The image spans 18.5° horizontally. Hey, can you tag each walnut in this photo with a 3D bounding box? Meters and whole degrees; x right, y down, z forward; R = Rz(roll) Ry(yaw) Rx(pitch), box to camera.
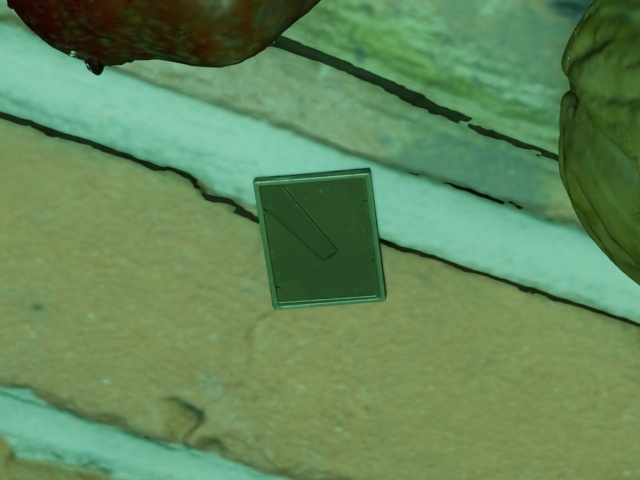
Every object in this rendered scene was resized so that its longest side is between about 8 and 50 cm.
[{"bbox_3d":[0.230,-0.042,0.948,0.245,0.198,0.198,14,125,-7],"label":"walnut"}]

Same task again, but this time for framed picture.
[{"bbox_3d":[0.000,0.000,1.091,0.066,0.006,0.089,-5,125,6],"label":"framed picture"}]

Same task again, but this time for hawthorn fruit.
[{"bbox_3d":[-0.069,-0.190,0.860,0.181,0.181,0.235,1,126,0],"label":"hawthorn fruit"}]
